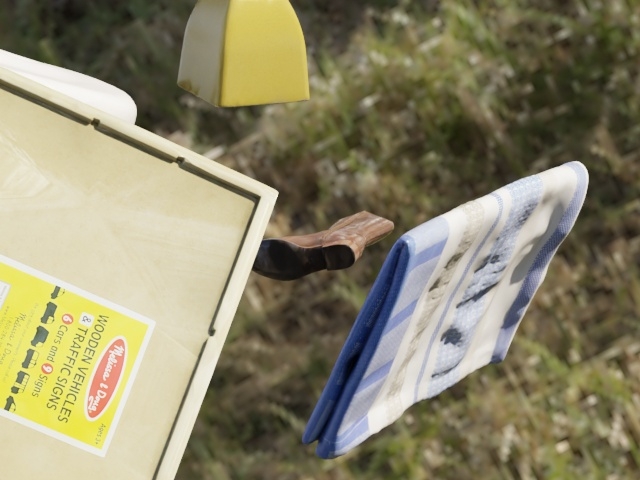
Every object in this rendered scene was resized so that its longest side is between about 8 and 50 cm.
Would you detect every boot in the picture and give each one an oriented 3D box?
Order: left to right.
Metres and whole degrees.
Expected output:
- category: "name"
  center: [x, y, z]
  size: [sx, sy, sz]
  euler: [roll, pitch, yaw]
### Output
- category: "boot"
  center: [0.000, 0.000, 1.555]
  size: [0.106, 0.037, 0.114]
  euler: [1, 18, 18]

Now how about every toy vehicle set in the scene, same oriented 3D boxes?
- category: "toy vehicle set"
  center: [-0.137, 0.054, 0.839]
  size: [0.035, 0.166, 0.267]
  euler: [-53, 15, 56]

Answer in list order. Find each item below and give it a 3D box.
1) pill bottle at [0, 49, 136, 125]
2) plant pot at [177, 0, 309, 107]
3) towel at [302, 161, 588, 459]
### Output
- category: "pill bottle"
  center: [-0.269, 0.046, 1.231]
  size: [0.204, 0.204, 0.361]
  euler: [-144, 70, -69]
- category: "plant pot"
  center: [-0.059, -0.156, 1.410]
  size: [0.081, 0.083, 0.081]
  euler: [-6, 21, -28]
- category: "towel"
  center: [0.105, 0.050, 1.407]
  size: [0.285, 0.034, 0.209]
  euler: [-22, -39, -53]
